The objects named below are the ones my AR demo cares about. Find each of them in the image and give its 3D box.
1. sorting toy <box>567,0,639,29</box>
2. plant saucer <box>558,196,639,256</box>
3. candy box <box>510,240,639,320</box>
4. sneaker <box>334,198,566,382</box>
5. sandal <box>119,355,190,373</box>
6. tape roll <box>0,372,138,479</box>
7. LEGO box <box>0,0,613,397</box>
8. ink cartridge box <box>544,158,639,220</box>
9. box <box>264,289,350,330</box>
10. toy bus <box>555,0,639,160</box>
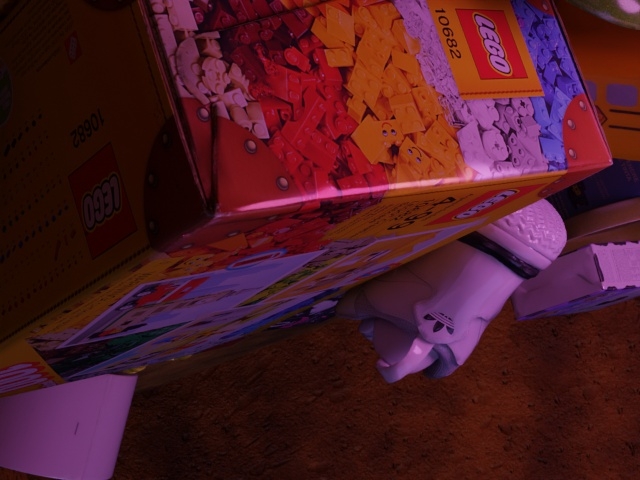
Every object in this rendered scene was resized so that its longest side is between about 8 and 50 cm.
[{"bbox_3d":[0.221,-0.227,0.767,0.365,0.127,0.126,-4,136,-43],"label":"sorting toy"},{"bbox_3d":[0.402,-0.019,1.530,0.241,0.037,0.241,-13,169,-2],"label":"plant saucer"},{"bbox_3d":[0.395,0.056,1.607,0.196,0.070,0.165,-3,164,-40],"label":"candy box"},{"bbox_3d":[0.113,0.000,1.098,0.210,0.137,0.366,-53,-170,15],"label":"sneaker"},{"bbox_3d":[-0.265,0.112,1.661,0.317,0.138,0.126,-11,134,45],"label":"sandal"},{"bbox_3d":[-0.424,0.263,1.749,0.246,0.169,0.246,15,177,1],"label":"tape roll"},{"bbox_3d":[-0.101,-0.038,0.872,0.372,0.193,0.500,-9,167,-42],"label":"LEGO box"},{"bbox_3d":[0.488,-0.135,1.572,0.270,0.151,0.395,-13,168,-27],"label":"ink cartridge box"},{"bbox_3d":[0.000,0.000,1.369,0.142,0.163,0.247,-5,164,-41],"label":"box"},{"bbox_3d":[0.302,-0.139,0.982,0.332,0.108,0.130,9,147,20],"label":"toy bus"}]
